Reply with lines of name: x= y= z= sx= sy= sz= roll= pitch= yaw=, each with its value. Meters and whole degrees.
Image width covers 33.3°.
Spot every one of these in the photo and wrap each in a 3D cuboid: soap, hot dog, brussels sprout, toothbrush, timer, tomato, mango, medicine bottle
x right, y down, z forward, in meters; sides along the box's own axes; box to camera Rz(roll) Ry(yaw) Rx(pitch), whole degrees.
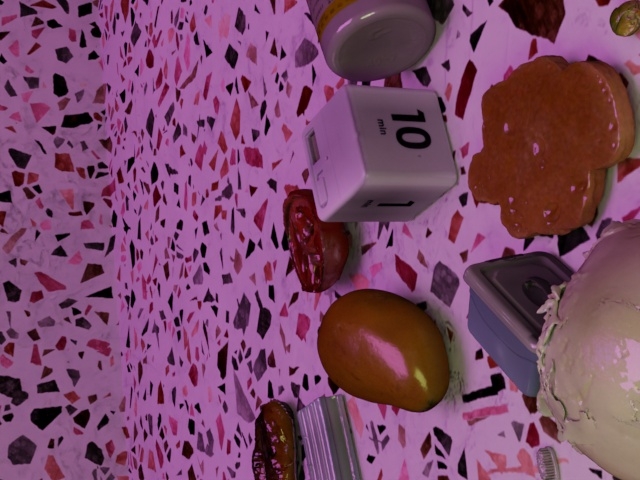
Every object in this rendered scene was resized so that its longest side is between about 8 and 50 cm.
soap: x=0.017 y=0.433 z=2.231 sx=0.119 sy=0.066 sz=0.198 roll=-45 pitch=52 yaw=55
hot dog: x=-0.107 y=0.497 z=2.454 sx=0.162 sy=0.082 sz=0.270 roll=-11 pitch=82 yaw=63
brussels sprout: x=0.435 y=-0.305 z=1.460 sx=0.083 sy=0.046 sz=0.051 roll=5 pitch=92 yaw=52
toothbrush: x=0.367 y=0.465 z=1.612 sx=0.025 sy=0.029 sz=0.307 roll=-28 pitch=66 yaw=51
timer: x=0.102 y=-0.152 z=1.923 sx=0.194 sy=0.195 sz=0.192 roll=-43 pitch=53 yaw=55
tomato: x=0.002 y=-0.002 z=2.223 sx=0.228 sy=0.101 sz=0.228 roll=173 pitch=90 yaw=-68
mango: x=0.117 y=0.201 z=1.936 sx=0.317 sy=0.173 sz=0.211 roll=22 pitch=110 yaw=53
medicine bottle: x=0.067 y=-0.483 z=1.967 sx=0.208 sy=0.208 sz=0.340 roll=-53 pitch=46 yaw=49

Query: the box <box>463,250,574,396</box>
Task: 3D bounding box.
box: x=0.320 y=0.117 z=1.566 sx=0.227 sy=0.162 sz=0.130 roll=-129 pitch=35 yaw=-50

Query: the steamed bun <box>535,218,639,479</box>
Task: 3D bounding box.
steamed bun: x=0.415 y=0.141 z=1.300 sx=0.312 sy=0.233 sz=0.334 roll=4 pitch=96 yaw=63

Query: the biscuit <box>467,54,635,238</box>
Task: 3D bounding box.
biscuit: x=0.342 y=-0.137 z=1.624 sx=0.376 sy=0.051 sz=0.269 roll=-30 pitch=67 yaw=60
